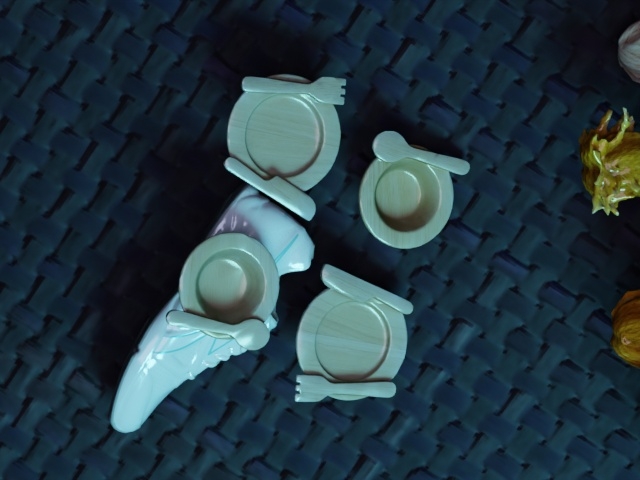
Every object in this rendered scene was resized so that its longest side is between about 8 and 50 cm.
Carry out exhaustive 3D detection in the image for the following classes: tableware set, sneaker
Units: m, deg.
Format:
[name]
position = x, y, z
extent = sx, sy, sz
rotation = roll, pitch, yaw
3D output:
[tableware set]
position = 0.000, 0.000, 1.025
extent = 0.141, 0.020, 0.169
rotation = 19, 88, -23
[sneaker]
position = -0.059, 0.046, 1.045
extent = 0.061, 0.054, 0.152
rotation = 34, 98, -8

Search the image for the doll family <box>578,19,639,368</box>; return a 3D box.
[doll family]
position = 0.216, -0.015, 0.993
extent = 0.163, 0.118, 0.263
rotation = -5, 100, 3
